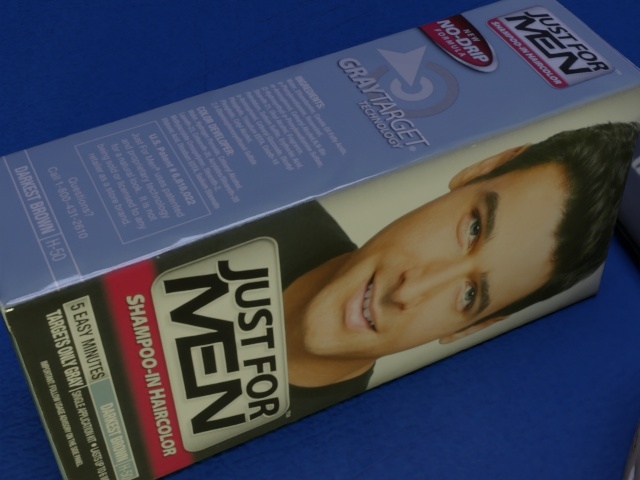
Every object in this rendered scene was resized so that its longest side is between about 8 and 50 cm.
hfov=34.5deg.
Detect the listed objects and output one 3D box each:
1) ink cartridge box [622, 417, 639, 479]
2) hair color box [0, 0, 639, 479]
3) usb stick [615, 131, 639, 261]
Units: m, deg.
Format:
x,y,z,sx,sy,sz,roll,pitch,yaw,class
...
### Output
x,y,z,sx,sy,sz,roll,pitch,yaw,class
0.290,0.138,0.472,0.283,0.117,0.207,15,16,15,ink cartridge box
0.000,0.000,0.621,0.374,0.185,0.113,-21,49,-17,hair color box
0.249,-0.011,0.708,0.077,0.045,0.278,-42,44,20,usb stick
